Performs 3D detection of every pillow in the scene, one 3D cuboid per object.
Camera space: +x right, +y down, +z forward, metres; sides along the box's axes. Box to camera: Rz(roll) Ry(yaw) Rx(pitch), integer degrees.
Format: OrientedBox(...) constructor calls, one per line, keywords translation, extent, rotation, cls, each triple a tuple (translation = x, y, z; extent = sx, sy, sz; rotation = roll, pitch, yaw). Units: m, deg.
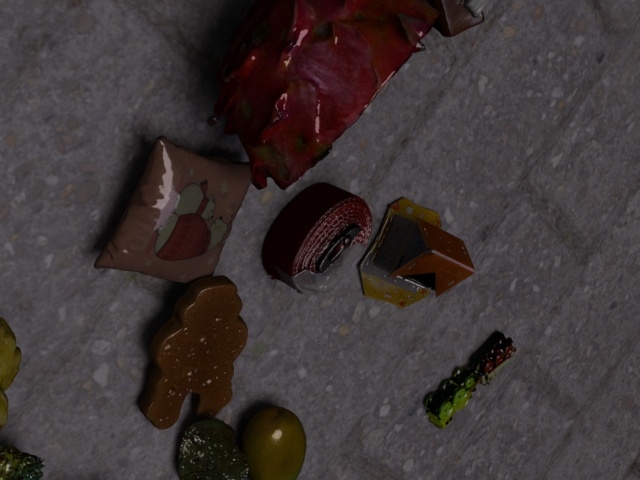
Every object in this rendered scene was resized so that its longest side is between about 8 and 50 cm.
OrientedBox(translation=(-0.220, -0.039, 1.635), extent=(0.223, 0.084, 0.236), rotation=(18, 100, -49), cls="pillow")

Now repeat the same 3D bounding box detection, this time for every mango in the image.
OrientedBox(translation=(-0.087, 0.391, 1.922), extent=(0.130, 0.092, 0.195), rotation=(-11, 119, -36), cls="mango")

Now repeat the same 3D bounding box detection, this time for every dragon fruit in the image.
OrientedBox(translation=(-0.009, -0.269, 1.564), extent=(0.249, 0.386, 0.371), rotation=(40, 52, -6), cls="dragon fruit")

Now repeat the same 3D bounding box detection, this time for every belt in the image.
OrientedBox(translation=(0.000, 0.000, 1.805), extent=(0.201, 0.124, 0.128), rotation=(-51, 129, -10), cls="belt")

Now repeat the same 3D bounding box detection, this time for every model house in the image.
OrientedBox(translation=(0.206, 0.049, 1.980), extent=(0.219, 0.136, 0.207), rotation=(26, 90, -42), cls="model house")

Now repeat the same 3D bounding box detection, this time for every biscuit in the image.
OrientedBox(translation=(-0.206, 0.186, 1.749), extent=(0.186, 0.044, 0.295), rotation=(-5, 124, -41), cls="biscuit")

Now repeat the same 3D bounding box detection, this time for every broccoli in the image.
OrientedBox(translation=(-0.522, 0.346, 1.526), extent=(0.194, 0.220, 0.194), rotation=(1, 103, 4), cls="broccoli")

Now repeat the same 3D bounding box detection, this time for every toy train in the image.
OrientedBox(translation=(0.325, 0.296, 2.238), extent=(0.249, 0.053, 0.085), rotation=(-40, 136, -19), cls="toy train")

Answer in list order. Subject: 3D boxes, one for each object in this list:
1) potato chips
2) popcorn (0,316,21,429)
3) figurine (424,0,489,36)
OrientedBox(translation=(-0.187, 0.394, 1.847), extent=(0.142, 0.026, 0.209), rotation=(15, 118, -21), cls="potato chips")
OrientedBox(translation=(-0.510, 0.198, 1.431), extent=(0.226, 0.203, 0.200), rotation=(-17, 123, -39), cls="popcorn")
OrientedBox(translation=(0.236, -0.489, 1.748), extent=(0.338, 0.204, 0.284), rotation=(-16, 92, -47), cls="figurine")
